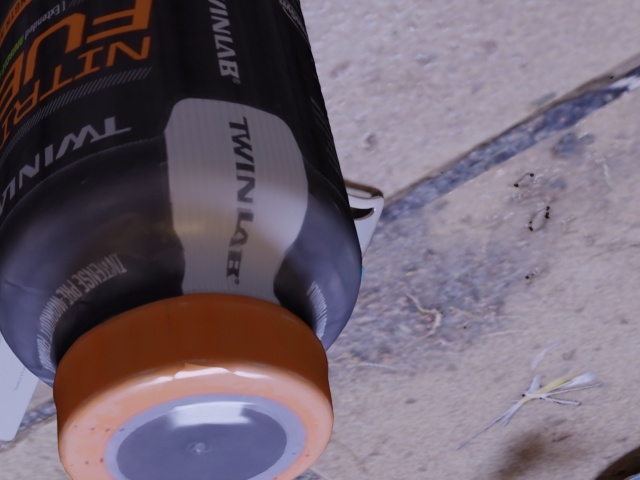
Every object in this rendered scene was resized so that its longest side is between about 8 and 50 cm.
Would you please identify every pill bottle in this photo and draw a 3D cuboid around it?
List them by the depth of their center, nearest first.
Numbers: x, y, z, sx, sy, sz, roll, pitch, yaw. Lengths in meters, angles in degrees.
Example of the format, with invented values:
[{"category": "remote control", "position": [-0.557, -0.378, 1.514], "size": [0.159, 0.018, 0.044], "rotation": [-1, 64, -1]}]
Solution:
[{"category": "pill bottle", "position": [-0.057, -0.026, 0.427], "size": [0.130, 0.246, 0.130], "rotation": [-8, 139, -7]}]

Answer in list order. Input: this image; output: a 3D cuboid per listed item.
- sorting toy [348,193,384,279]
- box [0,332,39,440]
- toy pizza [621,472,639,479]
[{"category": "sorting toy", "position": [0.000, 0.000, 0.640], "size": [0.083, 0.045, 0.075], "rotation": [17, 113, -31]}, {"category": "box", "position": [-0.223, 0.023, 0.561], "size": [0.170, 0.091, 0.130], "rotation": [10, 135, -25]}, {"category": "toy pizza", "position": [0.324, 0.221, 0.978], "size": [0.201, 0.032, 0.201], "rotation": [-7, 141, -5]}]
